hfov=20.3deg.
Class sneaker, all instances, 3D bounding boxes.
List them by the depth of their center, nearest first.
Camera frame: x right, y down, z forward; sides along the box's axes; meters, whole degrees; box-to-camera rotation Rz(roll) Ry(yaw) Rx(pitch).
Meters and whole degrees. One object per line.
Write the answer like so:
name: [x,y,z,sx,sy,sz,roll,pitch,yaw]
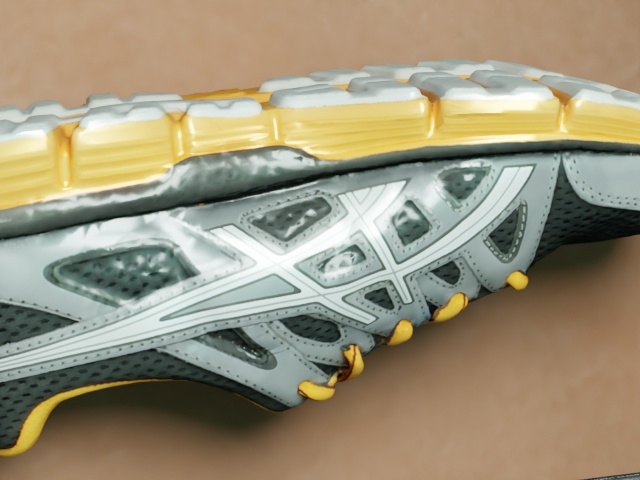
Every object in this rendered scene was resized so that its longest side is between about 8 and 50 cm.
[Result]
sneaker: [0.000,0.000,0.451,0.214,0.084,0.083,-7,99,-7]

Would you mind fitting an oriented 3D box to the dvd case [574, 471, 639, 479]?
dvd case: [0.057,0.113,0.509,0.119,0.013,0.087,-5,96,-18]
